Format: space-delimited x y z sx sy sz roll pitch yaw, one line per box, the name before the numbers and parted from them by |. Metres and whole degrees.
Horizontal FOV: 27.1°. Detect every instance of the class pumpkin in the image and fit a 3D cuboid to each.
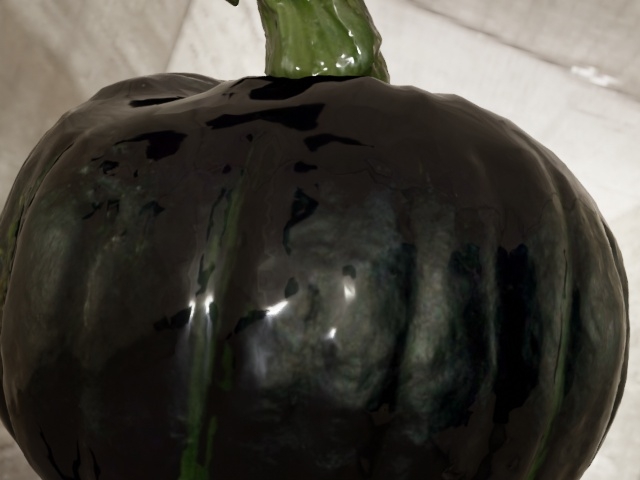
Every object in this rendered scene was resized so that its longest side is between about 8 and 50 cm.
pumpkin | 0.000 0.000 0.603 0.296 0.295 0.296 19 -6 2
